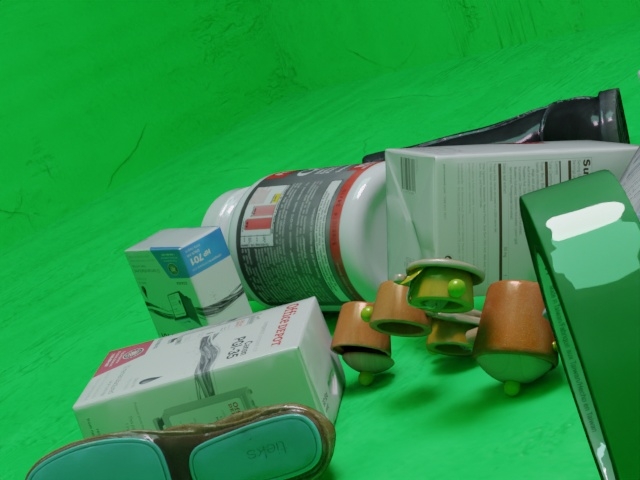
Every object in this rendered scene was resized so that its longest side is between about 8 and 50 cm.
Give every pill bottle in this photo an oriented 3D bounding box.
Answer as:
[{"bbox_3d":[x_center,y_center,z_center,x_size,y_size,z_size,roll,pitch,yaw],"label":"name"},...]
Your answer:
[{"bbox_3d":[0.000,0.000,2.315,0.210,0.210,0.363,-28,17,-38],"label":"pill bottle"}]

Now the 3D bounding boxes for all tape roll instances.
[{"bbox_3d":[0.242,0.105,1.301,0.077,0.321,0.321,-18,13,3],"label":"tape roll"}]

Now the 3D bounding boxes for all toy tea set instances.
[{"bbox_3d":[0.135,0.122,1.865,0.200,0.124,0.336,13,-18,-19],"label":"toy tea set"}]

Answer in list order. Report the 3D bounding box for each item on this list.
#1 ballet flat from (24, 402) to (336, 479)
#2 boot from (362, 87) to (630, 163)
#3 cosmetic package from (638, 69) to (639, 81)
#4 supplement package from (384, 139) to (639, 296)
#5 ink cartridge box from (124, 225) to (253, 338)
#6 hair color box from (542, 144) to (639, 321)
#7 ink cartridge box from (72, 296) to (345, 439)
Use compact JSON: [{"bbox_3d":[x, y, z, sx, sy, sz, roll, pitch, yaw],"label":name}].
[{"bbox_3d":[-0.145,0.246,1.757,0.342,0.116,0.124,-16,-7,7],"label":"ballet flat"},{"bbox_3d":[0.270,-0.126,2.601,0.445,0.146,0.367,-11,4,12],"label":"boot"},{"bbox_3d":[0.558,-0.140,2.108,0.224,0.224,0.138,-18,13,3],"label":"cosmetic package"},{"bbox_3d":[0.246,-0.032,2.023,0.292,0.175,0.177,-3,7,-18],"label":"supplement package"},{"bbox_3d":[-0.173,0.082,2.252,0.082,0.191,0.139,-30,17,-37],"label":"ink cartridge box"},{"bbox_3d":[0.399,-0.048,1.796,0.374,0.113,0.185,-54,0,-39],"label":"hair color box"},{"bbox_3d":[-0.127,0.179,1.947,0.283,0.117,0.207,-16,13,10],"label":"ink cartridge box"}]
